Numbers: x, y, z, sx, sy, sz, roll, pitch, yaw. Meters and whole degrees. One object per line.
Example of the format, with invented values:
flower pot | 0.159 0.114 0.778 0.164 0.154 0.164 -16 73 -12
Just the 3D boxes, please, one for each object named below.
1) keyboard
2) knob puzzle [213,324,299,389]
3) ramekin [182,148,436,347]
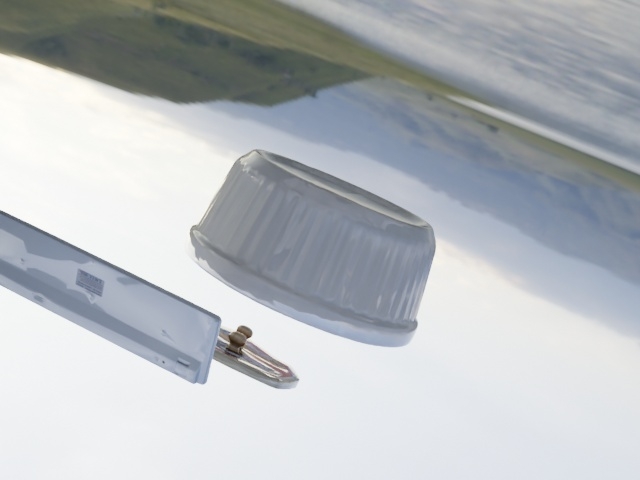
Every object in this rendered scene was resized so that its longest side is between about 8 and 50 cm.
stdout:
keyboard | -0.204 0.045 0.863 0.256 0.072 0.014 24 -158 15
knob puzzle | -0.096 0.106 1.043 0.213 0.030 0.213 27 180 0
ramekin | 0.000 0.000 1.054 0.273 0.127 0.273 23 -172 -3
